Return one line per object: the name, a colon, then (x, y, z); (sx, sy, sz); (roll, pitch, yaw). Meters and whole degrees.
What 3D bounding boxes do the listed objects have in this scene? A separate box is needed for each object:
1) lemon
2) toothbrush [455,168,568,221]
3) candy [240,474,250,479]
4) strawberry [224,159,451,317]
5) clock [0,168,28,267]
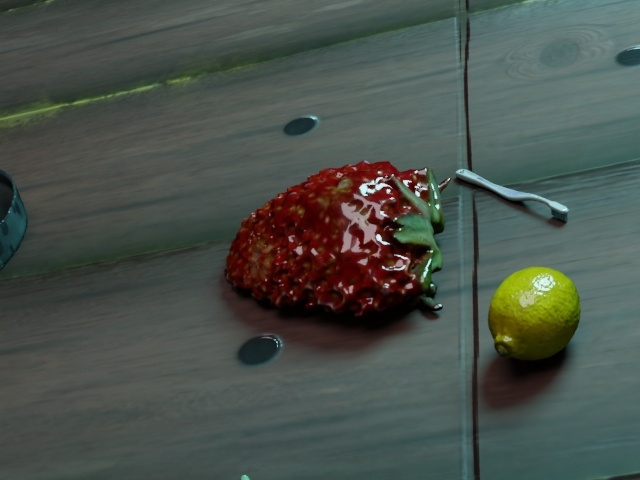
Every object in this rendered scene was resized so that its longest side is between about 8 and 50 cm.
lemon: (0.149, 0.053, 0.834); (0.062, 0.062, 0.083); (14, 47, 39)
toothbrush: (0.159, -0.041, 1.000); (0.011, 0.013, 0.131); (-27, 33, -27)
candy: (-0.018, 0.201, 0.739); (0.061, 0.061, 0.202); (-27, 26, -9)
strawberry: (0.000, -0.004, 0.966); (0.208, 0.087, 0.167); (-10, 37, 17)
clock: (-0.399, 0.002, 1.195); (0.214, 0.042, 0.215); (-13, 35, 9)
